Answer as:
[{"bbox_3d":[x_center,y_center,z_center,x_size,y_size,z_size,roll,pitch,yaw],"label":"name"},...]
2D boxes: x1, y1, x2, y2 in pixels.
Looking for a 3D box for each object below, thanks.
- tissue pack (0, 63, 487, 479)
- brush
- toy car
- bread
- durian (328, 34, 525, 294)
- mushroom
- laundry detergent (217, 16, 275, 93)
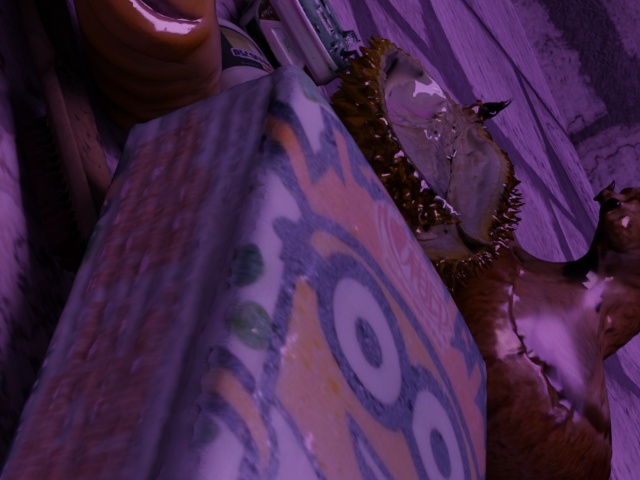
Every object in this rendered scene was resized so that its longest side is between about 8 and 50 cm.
[{"bbox_3d":[-0.018,0.098,0.819,0.228,0.128,0.311,59,23,-29],"label":"tissue pack"},{"bbox_3d":[-0.142,-0.072,0.955,0.043,0.036,0.248,54,11,-48],"label":"brush"},{"bbox_3d":[-0.019,-0.174,1.474,0.090,0.076,0.224,59,7,-11],"label":"toy car"},{"bbox_3d":[-0.099,-0.133,1.022,0.225,0.081,0.134,101,-19,-71],"label":"bread"},{"bbox_3d":[0.062,-0.048,1.384,0.193,0.138,0.237,51,30,3],"label":"durian"},{"bbox_3d":[0.179,0.098,1.481,0.267,0.254,0.267,13,75,-55],"label":"mushroom"},{"bbox_3d":[-0.034,-0.057,1.116,0.099,0.070,0.225,66,-5,-34],"label":"laundry detergent"}]
